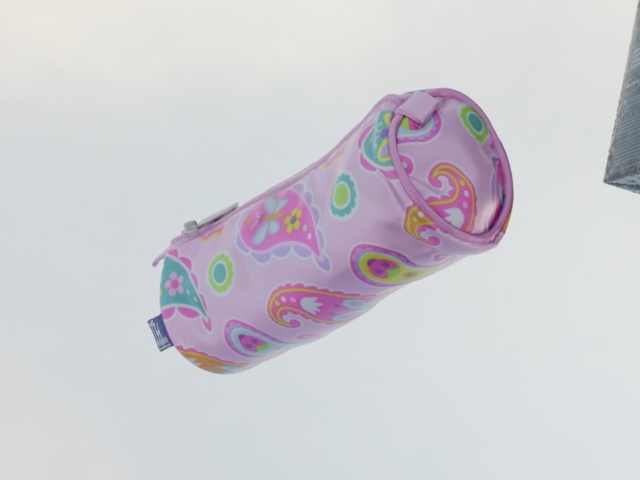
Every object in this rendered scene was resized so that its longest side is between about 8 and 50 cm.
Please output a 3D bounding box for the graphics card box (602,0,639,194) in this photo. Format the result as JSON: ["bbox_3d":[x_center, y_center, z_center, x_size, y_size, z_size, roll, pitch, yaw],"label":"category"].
[{"bbox_3d":[0.324,-0.219,1.105,0.094,0.371,0.233,17,168,-14],"label":"graphics card box"}]

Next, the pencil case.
[{"bbox_3d":[0.000,0.000,1.050,0.124,0.284,0.124,20,-123,-34],"label":"pencil case"}]
